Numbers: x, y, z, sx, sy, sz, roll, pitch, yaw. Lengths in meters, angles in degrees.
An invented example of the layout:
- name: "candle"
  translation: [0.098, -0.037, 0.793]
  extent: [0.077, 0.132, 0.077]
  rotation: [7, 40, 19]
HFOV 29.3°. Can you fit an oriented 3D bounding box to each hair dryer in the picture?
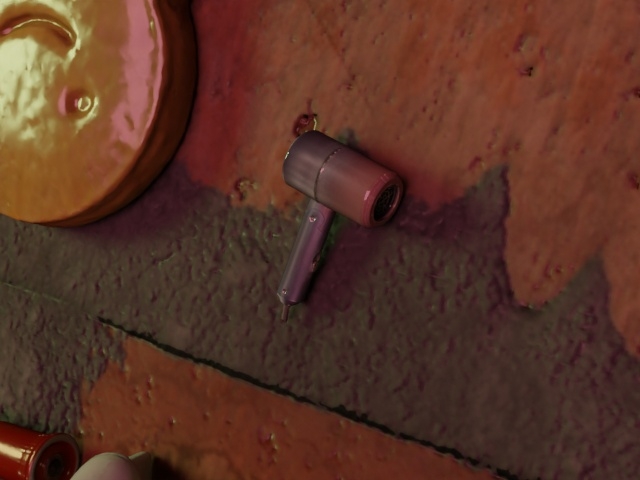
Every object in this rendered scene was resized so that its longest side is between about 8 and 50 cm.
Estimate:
- name: "hair dryer"
  translation: [0.000, 0.000, 0.711]
  extent: [0.063, 0.037, 0.114]
  rotation: [31, 111, 28]

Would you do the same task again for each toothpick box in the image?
- name: "toothpick box"
  translation: [-0.206, 0.142, 0.821]
  extent: [0.083, 0.047, 0.047]
  rotation: [11, 94, 33]

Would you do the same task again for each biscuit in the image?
- name: "biscuit"
  translation: [-0.165, -0.186, 0.809]
  extent: [0.275, 0.052, 0.355]
  rotation: [18, 96, 31]

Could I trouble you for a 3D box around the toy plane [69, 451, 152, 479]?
- name: "toy plane"
  translation: [-0.125, 0.260, 0.721]
  extent: [0.267, 0.122, 0.267]
  rotation: [-1, 87, 14]
